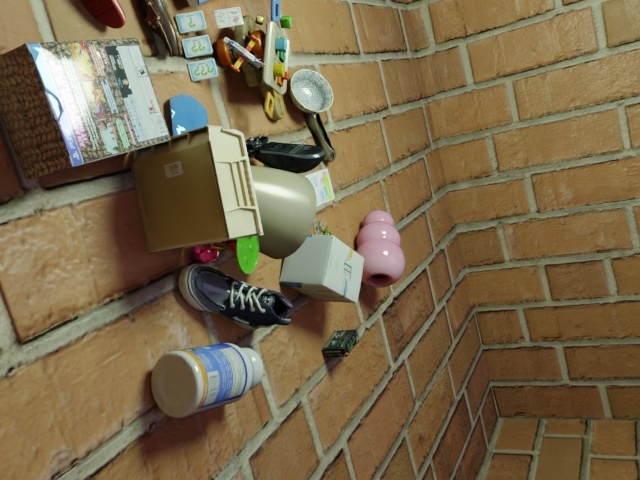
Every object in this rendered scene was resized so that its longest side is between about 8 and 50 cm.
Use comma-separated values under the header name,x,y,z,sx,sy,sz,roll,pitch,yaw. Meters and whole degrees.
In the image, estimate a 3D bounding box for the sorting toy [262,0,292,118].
name,x,y,z,sx,sy,sz,roll,pitch,yaw
sorting toy,-0.121,-0.542,1.773,0.196,0.047,0.348,-22,118,-78

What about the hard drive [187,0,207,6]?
name,x,y,z,sx,sy,sz,roll,pitch,yaw
hard drive,-0.316,-0.809,1.679,0.319,0.040,0.210,-56,132,-51

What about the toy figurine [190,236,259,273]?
name,x,y,z,sx,sy,sz,roll,pitch,yaw
toy figurine,-0.262,0.005,1.513,0.130,0.159,0.173,-72,155,-43

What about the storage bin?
name,x,y,z,sx,sy,sz,roll,pitch,yaw
storage bin,-0.298,-0.115,1.389,0.123,0.262,0.260,-15,96,-58

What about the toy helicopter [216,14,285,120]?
name,x,y,z,sx,sy,sz,roll,pitch,yaw
toy helicopter,-0.187,-0.545,1.871,0.355,0.140,0.235,67,22,-44

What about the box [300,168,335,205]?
name,x,y,z,sx,sy,sz,roll,pitch,yaw
box,-0.050,-0.166,1.991,0.203,0.103,0.114,-29,107,-59

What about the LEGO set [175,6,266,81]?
name,x,y,z,sx,sy,sz,roll,pitch,yaw
LEGO set,-0.259,-0.557,1.634,0.244,0.060,0.182,-15,99,-16

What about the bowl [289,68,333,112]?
name,x,y,z,sx,sy,sz,roll,pitch,yaw
bowl,-0.046,-0.514,2.090,0.170,0.080,0.170,11,66,-27

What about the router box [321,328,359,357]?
name,x,y,z,sx,sy,sz,roll,pitch,yaw
router box,0.071,0.363,2.072,0.122,0.092,0.038,-46,122,-54

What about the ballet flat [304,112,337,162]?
name,x,y,z,sx,sy,sz,roll,pitch,yaw
ballet flat,0.003,-0.408,2.195,0.084,0.058,0.250,-51,126,-53

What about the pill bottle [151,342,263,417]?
name,x,y,z,sx,sy,sz,roll,pitch,yaw
pill bottle,-0.264,0.331,1.438,0.272,0.152,0.152,6,77,-60

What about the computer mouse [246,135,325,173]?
name,x,y,z,sx,sy,sz,roll,pitch,yaw
computer mouse,-0.114,-0.249,1.765,0.188,0.272,0.072,-45,141,-57

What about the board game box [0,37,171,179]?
name,x,y,z,sx,sy,sz,roll,pitch,yaw
board game box,-0.488,-0.280,1.221,0.291,0.141,0.232,-36,113,-58

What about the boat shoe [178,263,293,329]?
name,x,y,z,sx,sy,sz,roll,pitch,yaw
boat shoe,-0.211,0.147,1.570,0.340,0.158,0.127,37,51,-51

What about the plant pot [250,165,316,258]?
name,x,y,z,sx,sy,sz,roll,pitch,yaw
plant pot,-0.196,-0.102,1.616,0.274,0.256,0.256,19,65,-42

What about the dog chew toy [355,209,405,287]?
name,x,y,z,sx,sy,sz,roll,pitch,yaw
dog chew toy,0.234,0.019,2.354,0.206,0.206,0.332,47,36,-44

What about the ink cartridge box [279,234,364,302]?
name,x,y,z,sx,sy,sz,roll,pitch,yaw
ink cartridge box,0.012,0.096,1.941,0.232,0.171,0.168,35,62,-53

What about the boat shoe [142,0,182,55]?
name,x,y,z,sx,sy,sz,roll,pitch,yaw
boat shoe,-0.418,-0.572,1.506,0.073,0.073,0.207,-23,102,-21

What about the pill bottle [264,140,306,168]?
name,x,y,z,sx,sy,sz,roll,pitch,yaw
pill bottle,-0.108,-0.255,1.915,0.184,0.103,0.103,-43,119,-55

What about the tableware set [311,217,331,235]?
name,x,y,z,sx,sy,sz,roll,pitch,yaw
tableware set,0.000,0.000,2.120,0.104,0.024,0.154,62,34,-36

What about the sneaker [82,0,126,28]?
name,x,y,z,sx,sy,sz,roll,pitch,yaw
sneaker,-0.504,-0.607,1.340,0.221,0.087,0.128,57,39,-38

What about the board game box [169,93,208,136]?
name,x,y,z,sx,sy,sz,roll,pitch,yaw
board game box,-0.356,-0.305,1.571,0.133,0.033,0.169,7,72,-54
